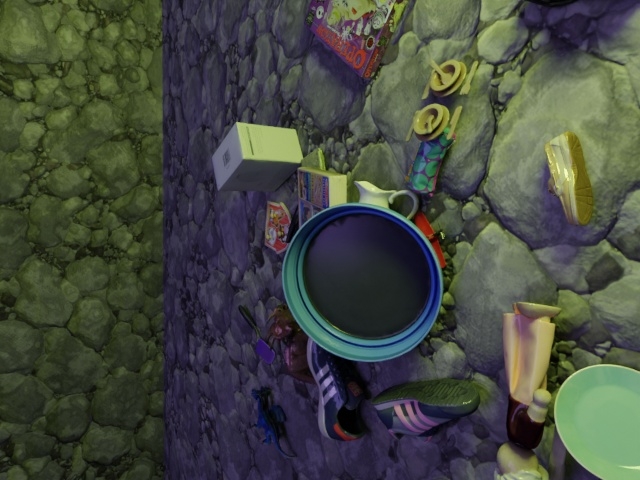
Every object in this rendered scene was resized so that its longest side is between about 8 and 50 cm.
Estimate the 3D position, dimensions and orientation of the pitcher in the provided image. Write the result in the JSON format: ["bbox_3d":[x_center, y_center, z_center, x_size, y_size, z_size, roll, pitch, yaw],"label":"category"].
[{"bbox_3d":[0.153,-0.037,1.162,0.177,0.125,0.207,14,103,30],"label":"pitcher"}]

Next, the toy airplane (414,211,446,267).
[{"bbox_3d":[0.243,0.009,1.107,0.151,0.028,0.151,5,96,54],"label":"toy airplane"}]

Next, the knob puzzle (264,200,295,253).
[{"bbox_3d":[-0.154,-0.042,1.645,0.213,0.029,0.213,7,99,53],"label":"knob puzzle"}]

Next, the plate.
[{"bbox_3d":[0.477,0.294,0.730,0.188,0.188,0.024,52,173,38],"label":"plate"}]

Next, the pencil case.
[{"bbox_3d":[0.253,-0.183,1.043,0.070,0.064,0.152,30,120,24],"label":"pencil case"}]

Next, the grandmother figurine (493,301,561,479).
[{"bbox_3d":[0.371,0.290,0.830,0.104,0.207,0.343,6,82,27],"label":"grandmother figurine"}]

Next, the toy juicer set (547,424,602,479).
[{"bbox_3d":[0.508,0.452,0.759,0.329,0.089,0.209,51,150,38],"label":"toy juicer set"}]

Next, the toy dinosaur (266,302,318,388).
[{"bbox_3d":[-0.074,0.342,1.430,0.127,0.200,0.296,-25,74,52],"label":"toy dinosaur"}]

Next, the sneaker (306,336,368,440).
[{"bbox_3d":[0.062,0.408,1.328,0.148,0.131,0.350,-9,91,47],"label":"sneaker"}]

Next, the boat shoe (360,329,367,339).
[{"bbox_3d":[0.120,0.146,1.257,0.104,0.089,0.286,129,133,-73],"label":"boat shoe"}]

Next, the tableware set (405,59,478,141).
[{"bbox_3d":[0.252,-0.310,0.993,0.128,0.039,0.194,13,80,52],"label":"tableware set"}]

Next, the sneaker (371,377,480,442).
[{"bbox_3d":[0.261,0.410,1.080,0.319,0.112,0.131,-29,87,54],"label":"sneaker"}]

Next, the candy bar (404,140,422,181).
[{"bbox_3d":[0.242,-0.212,1.095,0.040,0.018,0.162,42,126,43],"label":"candy bar"}]

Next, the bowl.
[{"bbox_3d":[0.099,0.099,1.106,0.390,0.077,0.392,5,104,19],"label":"bowl"}]

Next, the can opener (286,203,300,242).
[{"bbox_3d":[-0.081,-0.055,1.518,0.059,0.073,0.186,52,139,27],"label":"can opener"}]

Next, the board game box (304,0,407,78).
[{"bbox_3d":[0.080,-0.623,1.254,0.347,0.056,0.208,55,138,35],"label":"board game box"}]

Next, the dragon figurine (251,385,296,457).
[{"bbox_3d":[-0.186,0.679,1.714,0.289,0.085,0.144,40,125,46],"label":"dragon figurine"}]

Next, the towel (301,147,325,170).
[{"bbox_3d":[-0.018,-0.208,1.445,0.110,0.027,0.148,-19,78,52],"label":"towel"}]

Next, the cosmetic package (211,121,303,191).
[{"bbox_3d":[-0.215,-0.272,1.540,0.224,0.224,0.138,-34,64,50],"label":"cosmetic package"}]

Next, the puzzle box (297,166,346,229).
[{"bbox_3d":[0.000,0.000,1.334,0.272,0.052,0.409,-149,56,-65],"label":"puzzle box"}]

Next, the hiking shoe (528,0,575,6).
[{"bbox_3d":[0.419,-0.445,0.747,0.226,0.114,0.086,24,112,51],"label":"hiking shoe"}]

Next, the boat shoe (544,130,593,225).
[{"bbox_3d":[0.435,-0.104,0.810,0.059,0.063,0.170,-20,68,55],"label":"boat shoe"}]

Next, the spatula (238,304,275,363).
[{"bbox_3d":[-0.266,0.370,1.839,0.296,0.030,0.084,52,134,37],"label":"spatula"}]
